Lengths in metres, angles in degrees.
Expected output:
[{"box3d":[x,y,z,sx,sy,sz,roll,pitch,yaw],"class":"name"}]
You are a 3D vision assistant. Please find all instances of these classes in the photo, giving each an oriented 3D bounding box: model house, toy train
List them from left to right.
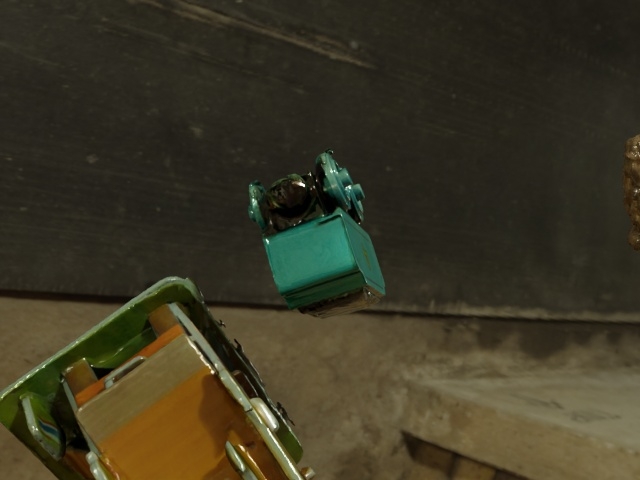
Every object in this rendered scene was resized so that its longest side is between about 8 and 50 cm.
[{"box3d":[-0.107,0.274,0.867,0.243,0.313,0.357,-33,126,-9],"class":"model house"},{"box3d":[0.000,0.000,0.901,0.198,0.107,0.154,35,37,-74],"class":"toy train"}]

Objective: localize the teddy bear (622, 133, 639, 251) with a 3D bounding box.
[{"box3d":[0.485,-0.105,0.949,0.246,0.296,0.222,51,48,-54],"class":"teddy bear"}]
